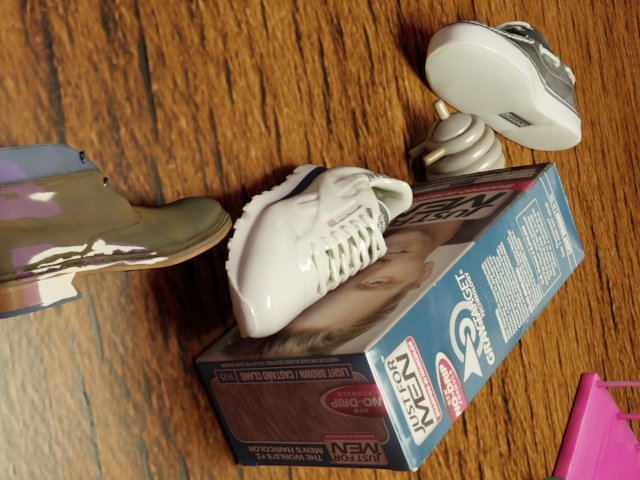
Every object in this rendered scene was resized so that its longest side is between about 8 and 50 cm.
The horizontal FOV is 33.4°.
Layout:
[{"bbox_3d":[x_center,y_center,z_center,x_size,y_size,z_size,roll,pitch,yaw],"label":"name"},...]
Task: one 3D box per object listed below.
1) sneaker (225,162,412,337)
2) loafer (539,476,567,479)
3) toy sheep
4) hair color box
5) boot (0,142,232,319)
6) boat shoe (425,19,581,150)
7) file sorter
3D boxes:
[{"bbox_3d":[0.000,0.000,0.849,0.235,0.095,0.090,-56,147,-54],"label":"sneaker"},{"bbox_3d":[0.284,0.395,1.165,0.096,0.084,0.267,-16,98,-23],"label":"loafer"},{"bbox_3d":[0.143,-0.085,1.092,0.091,0.091,0.132,-55,129,-40],"label":"toy sheep"},{"bbox_3d":[0.075,0.053,0.911,0.347,0.174,0.105,-40,114,-47],"label":"hair color box"},{"bbox_3d":[-0.148,-0.026,0.722,0.219,0.082,0.106,-23,104,-49],"label":"boot"},{"bbox_3d":[0.209,-0.190,1.174,0.301,0.108,0.102,21,68,-50],"label":"boat shoe"},{"bbox_3d":[0.435,0.328,1.306,0.291,0.182,0.202,54,47,-31],"label":"file sorter"}]
